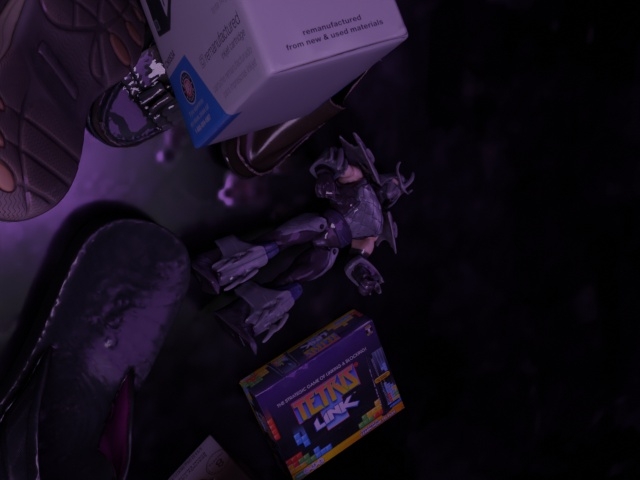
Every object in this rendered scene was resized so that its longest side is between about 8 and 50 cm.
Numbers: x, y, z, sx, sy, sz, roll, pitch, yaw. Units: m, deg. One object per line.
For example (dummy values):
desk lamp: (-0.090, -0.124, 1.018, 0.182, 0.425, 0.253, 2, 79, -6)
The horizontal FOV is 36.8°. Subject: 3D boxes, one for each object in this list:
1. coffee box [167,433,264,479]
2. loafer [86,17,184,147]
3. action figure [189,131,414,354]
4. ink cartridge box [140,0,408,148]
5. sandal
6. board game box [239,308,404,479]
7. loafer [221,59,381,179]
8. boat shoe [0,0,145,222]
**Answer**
coffee box: (-0.156, 0.385, 1.056, 0.297, 0.168, 0.119, -46, 122, -10)
loafer: (-0.118, -0.192, 0.943, 0.267, 0.084, 0.096, -46, 123, -10)
action figure: (0.000, 0.000, 1.069, 0.285, 0.099, 0.185, -35, 115, -20)
ink cartridge box: (-0.077, -0.260, 0.800, 0.129, 0.223, 0.307, -20, 89, -22)
sandal: (-0.253, 0.189, 0.971, 0.168, 0.107, 0.445, 16, 97, -33)
board game box: (0.006, 0.186, 1.159, 0.170, 0.048, 0.141, -32, 120, -19)
loafer: (-0.019, -0.154, 1.017, 0.220, 0.078, 0.080, -51, 123, -7)
boat shoe: (-0.248, -0.148, 0.781, 0.130, 0.355, 0.132, -12, 128, 20)
